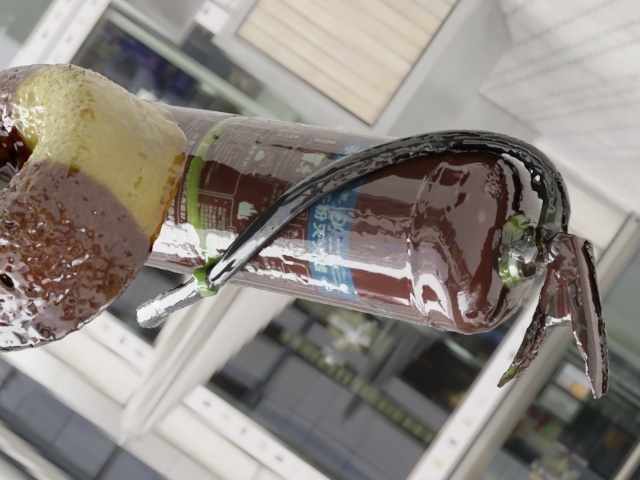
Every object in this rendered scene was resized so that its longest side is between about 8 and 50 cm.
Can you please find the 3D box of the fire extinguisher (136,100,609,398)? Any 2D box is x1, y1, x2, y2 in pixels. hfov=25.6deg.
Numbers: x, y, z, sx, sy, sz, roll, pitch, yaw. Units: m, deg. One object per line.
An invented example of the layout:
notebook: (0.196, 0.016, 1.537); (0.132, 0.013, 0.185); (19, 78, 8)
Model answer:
fire extinguisher: (0.000, 0.000, 0.752); (0.341, 0.141, 0.105); (12, -171, 34)

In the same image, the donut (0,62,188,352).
donut: (-0.156, -0.021, 0.721); (0.184, 0.166, 0.073); (10, 152, 48)
